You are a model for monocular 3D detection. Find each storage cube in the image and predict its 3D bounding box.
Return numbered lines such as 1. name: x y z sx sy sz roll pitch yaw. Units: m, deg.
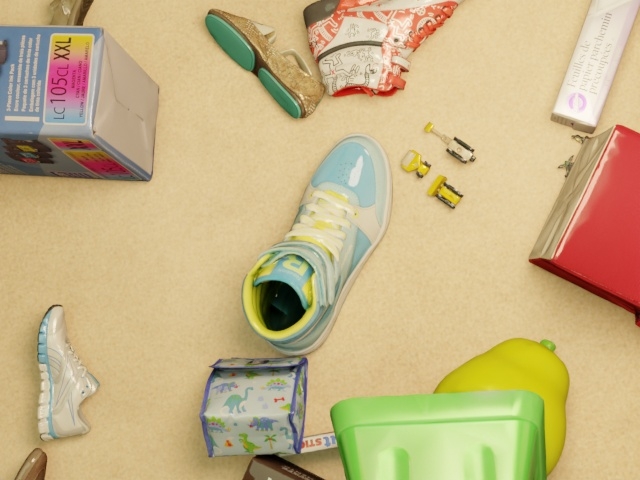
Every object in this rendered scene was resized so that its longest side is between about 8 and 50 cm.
1. storage cube: 0.394 -0.013 1.546 0.193 0.183 0.215 27 90 1

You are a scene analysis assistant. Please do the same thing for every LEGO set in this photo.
1. LEGO set: 0.348 -0.101 1.662 0.054 0.023 0.083 24 76 8

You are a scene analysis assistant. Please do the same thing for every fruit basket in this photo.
1. fruit basket: 0.174 0.273 1.529 0.283 0.392 0.392 -4 85 8

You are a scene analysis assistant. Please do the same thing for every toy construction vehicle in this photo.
1. toy construction vehicle: 0.166 -0.103 1.685 0.098 0.035 0.086 35 102 13

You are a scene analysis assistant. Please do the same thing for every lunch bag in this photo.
1. lunch bag: -0.084 0.207 1.649 0.128 0.151 0.096 -1 122 7

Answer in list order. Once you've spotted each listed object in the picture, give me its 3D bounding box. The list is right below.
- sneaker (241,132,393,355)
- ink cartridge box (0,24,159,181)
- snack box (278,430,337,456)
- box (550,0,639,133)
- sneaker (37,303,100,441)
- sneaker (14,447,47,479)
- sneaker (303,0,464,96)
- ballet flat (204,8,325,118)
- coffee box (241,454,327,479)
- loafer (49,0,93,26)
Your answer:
1. sneaker: 0.000 0.000 1.611 0.127 0.208 0.319 19 88 11
2. ink cartridge box: -0.443 -0.182 1.665 0.395 0.270 0.151 4 81 10
3. snack box: 0.035 0.263 1.656 0.178 0.064 0.022 -11 82 8
4. box: 0.389 -0.305 1.648 0.063 0.067 0.324 20 88 10
5. sneaker: -0.349 0.183 1.729 0.083 0.071 0.191 -2 93 3
6. sneaker: -0.408 0.382 1.727 0.071 0.066 0.188 24 95 -6
7. sneaker: 0.119 -0.278 1.678 0.270 0.090 0.145 -14 85 11
8. ballet flat: -0.072 -0.255 1.725 0.067 0.073 0.206 -40 82 -24
9. coffee box: -0.073 0.421 1.642 0.141 0.098 0.246 23 89 10
10. loafer: -0.358 -0.337 1.773 0.050 0.056 0.148 19 88 4
